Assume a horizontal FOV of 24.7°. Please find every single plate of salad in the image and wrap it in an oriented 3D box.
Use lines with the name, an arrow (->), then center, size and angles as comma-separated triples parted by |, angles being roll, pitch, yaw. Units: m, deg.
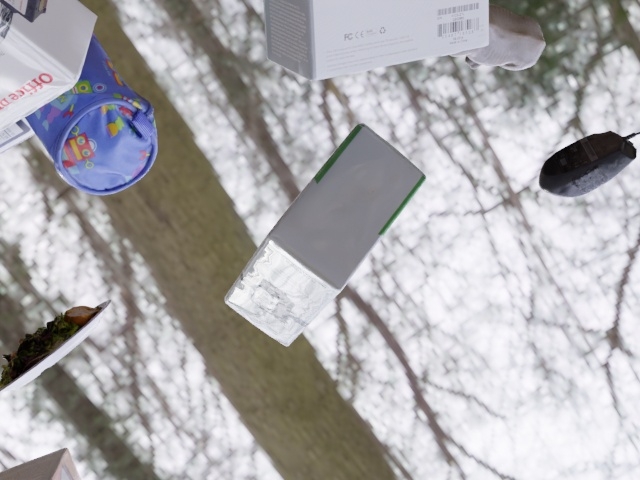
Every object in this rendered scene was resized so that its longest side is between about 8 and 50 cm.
plate of salad -> -0.356, 0.132, 1.892 | 0.200, 0.048, 0.200 | -37, -172, 6

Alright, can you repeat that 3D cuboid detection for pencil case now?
pencil case -> -0.287, -0.179, 1.692 | 0.133, 0.119, 0.306 | -37, -135, 0

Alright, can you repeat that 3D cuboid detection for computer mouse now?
computer mouse -> 0.352, -0.105, 1.591 | 0.242, 0.041, 0.071 | -24, -155, 11

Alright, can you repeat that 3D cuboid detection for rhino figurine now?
rhino figurine -> 0.166, -0.248, 1.705 | 0.106, 0.243, 0.073 | 9, -89, 48

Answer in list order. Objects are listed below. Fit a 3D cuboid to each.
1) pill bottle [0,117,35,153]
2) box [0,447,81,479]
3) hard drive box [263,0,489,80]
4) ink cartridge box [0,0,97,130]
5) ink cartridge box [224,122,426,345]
pill bottle -> -0.451, -0.186, 1.929 | 0.264, 0.153, 0.153 | -28, -150, 5
box -> -0.247, 0.274, 1.266 | 0.091, 0.130, 0.170 | -21, -171, 1
hard drive box -> 0.045, -0.268, 1.220 | 0.181, 0.232, 0.089 | -14, -154, -25
ink cartridge box -> -0.377, -0.233, 1.504 | 0.172, 0.237, 0.100 | -24, -139, 37
ink cartridge box -> 0.000, 0.000, 1.412 | 0.153, 0.087, 0.208 | -52, -179, -23
